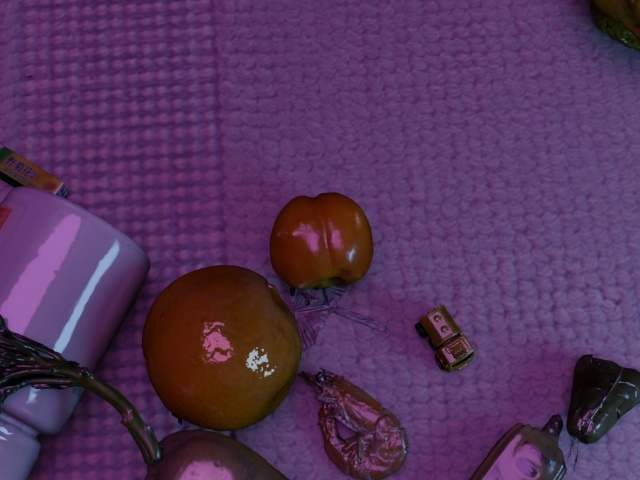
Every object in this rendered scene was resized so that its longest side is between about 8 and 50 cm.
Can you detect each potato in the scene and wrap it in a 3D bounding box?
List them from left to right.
[{"bbox_3d":[-0.102,0.362,1.455,0.296,0.141,0.192,40,81,6],"label":"potato"}]

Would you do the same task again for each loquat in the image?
[{"bbox_3d":[-0.125,0.135,1.497,0.208,0.208,0.208,0,72,1],"label":"loquat"}]

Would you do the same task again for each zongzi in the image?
[{"bbox_3d":[0.377,0.226,1.515,0.130,0.062,0.154,18,54,0],"label":"zongzi"}]

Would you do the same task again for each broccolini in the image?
[{"bbox_3d":[-0.305,0.196,1.383,0.271,0.062,0.123,36,82,-13],"label":"broccolini"}]

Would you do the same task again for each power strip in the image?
[{"bbox_3d":[0.186,0.369,1.486,0.092,0.066,0.387,37,76,10],"label":"power strip"}]

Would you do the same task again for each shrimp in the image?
[{"bbox_3d":[0.035,0.234,1.553,0.180,0.041,0.099,44,93,12],"label":"shrimp"}]

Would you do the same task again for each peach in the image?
[{"bbox_3d":[0.000,0.000,1.577,0.138,0.138,0.138,0,72,1],"label":"peach"}]

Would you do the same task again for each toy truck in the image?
[{"bbox_3d":[0.165,0.129,1.568,0.049,0.054,0.083,-30,75,-8],"label":"toy truck"}]

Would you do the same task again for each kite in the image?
[{"bbox_3d":[0.017,0.093,1.609,0.152,0.005,0.137,32,74,11],"label":"kite"}]

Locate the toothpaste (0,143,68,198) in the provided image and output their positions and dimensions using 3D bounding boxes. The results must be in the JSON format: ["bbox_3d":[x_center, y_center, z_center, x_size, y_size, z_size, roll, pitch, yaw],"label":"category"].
[{"bbox_3d":[-0.432,-0.103,1.665,0.178,0.043,0.037,31,75,11],"label":"toothpaste"}]

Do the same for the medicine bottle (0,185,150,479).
[{"bbox_3d":[-0.386,0.136,1.500,0.211,0.211,0.371,25,75,9],"label":"medicine bottle"}]

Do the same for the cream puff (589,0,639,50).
[{"bbox_3d":[0.465,-0.357,1.669,0.281,0.185,0.282,21,39,-18],"label":"cream puff"}]
